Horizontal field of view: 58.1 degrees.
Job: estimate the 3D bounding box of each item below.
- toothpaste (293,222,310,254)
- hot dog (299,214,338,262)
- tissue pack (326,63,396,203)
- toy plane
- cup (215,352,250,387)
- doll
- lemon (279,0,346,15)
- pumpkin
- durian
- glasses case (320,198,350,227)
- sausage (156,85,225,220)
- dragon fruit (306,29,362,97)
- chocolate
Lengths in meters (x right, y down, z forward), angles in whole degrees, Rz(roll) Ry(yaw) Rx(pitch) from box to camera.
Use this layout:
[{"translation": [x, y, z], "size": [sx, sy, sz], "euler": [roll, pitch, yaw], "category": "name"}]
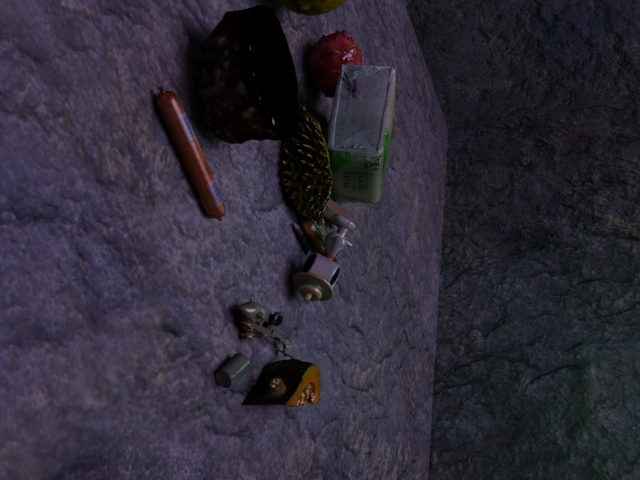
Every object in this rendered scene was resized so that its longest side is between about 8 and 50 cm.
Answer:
[{"translation": [-0.060, -0.008, 1.857], "size": [0.140, 0.021, 0.037], "euler": [64, 33, -42], "category": "toothpaste"}, {"translation": [0.000, 0.000, 1.929], "size": [0.235, 0.062, 0.092], "euler": [54, 23, -40], "category": "hot dog"}, {"translation": [0.140, -0.351, 1.981], "size": [0.405, 0.205, 0.331], "euler": [83, 14, -71], "category": "tissue pack"}, {"translation": [-0.143, 0.243, 1.553], "size": [0.108, 0.092, 0.286], "euler": [-63, 145, -15], "category": "toy plane"}, {"translation": [-0.221, 0.325, 1.415], "size": [0.054, 0.075, 0.083], "euler": [46, 32, 4], "category": "cup"}, {"translation": [0.013, 0.052, 1.793], "size": [0.271, 0.144, 0.208], "euler": [-63, -176, 10], "category": "doll"}, {"translation": [-0.021, -0.854, 1.744], "size": [0.364, 0.364, 0.364], "euler": [-6, 90, -65], "category": "lemon"}, {"translation": [-0.097, 0.387, 1.569], "size": [0.248, 0.131, 0.126], "euler": [26, 70, -67], "category": "pumpkin"}, {"translation": [-0.027, -0.255, 1.828], "size": [0.198, 0.163, 0.394], "euler": [21, 56, -63], "category": "durian"}, {"translation": [0.028, -0.102, 2.033], "size": [0.193, 0.070, 0.102], "euler": [29, 31, -58], "category": "glasses case"}, {"translation": [-0.297, -0.194, 1.342], "size": [0.053, 0.053, 0.348], "euler": [-61, 139, -51], "category": "sausage"}, {"translation": [0.055, -0.639, 2.042], "size": [0.205, 0.210, 0.268], "euler": [126, -26, -65], "category": "dragon fruit"}, {"translation": [-0.196, -0.391, 1.425], "size": [0.225, 0.210, 0.340], "euler": [3, 78, -61], "category": "chocolate"}]
